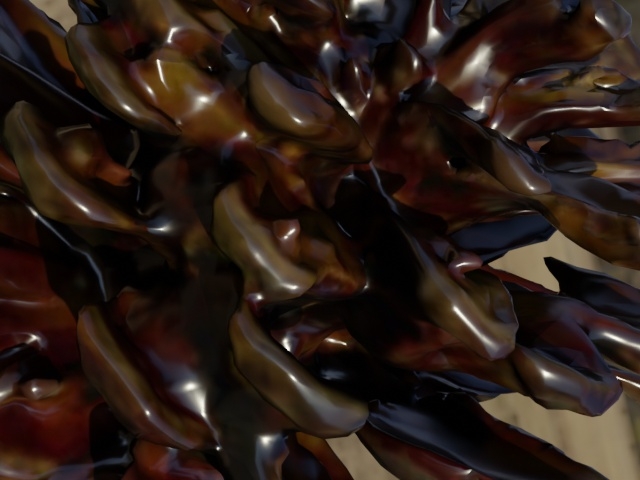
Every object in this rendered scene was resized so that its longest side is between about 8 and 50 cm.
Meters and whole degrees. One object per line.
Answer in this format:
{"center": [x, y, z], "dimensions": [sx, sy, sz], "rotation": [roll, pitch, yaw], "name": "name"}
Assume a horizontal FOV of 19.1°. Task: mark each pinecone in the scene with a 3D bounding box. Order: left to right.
{"center": [0.000, 0.000, 0.873], "dimensions": [0.398, 0.397, 0.398], "rotation": [-14, 90, -79], "name": "pinecone"}
